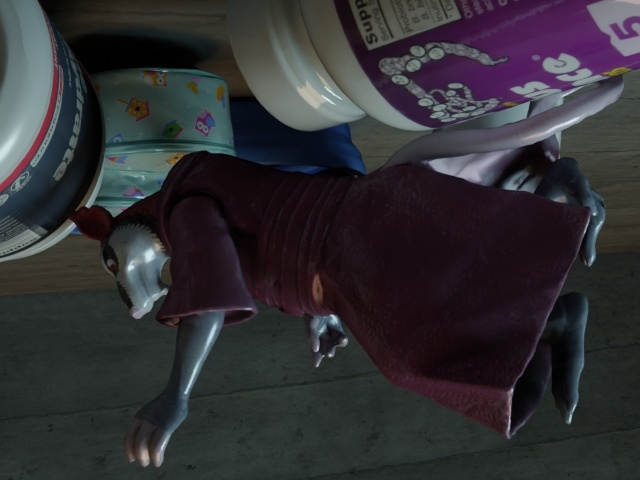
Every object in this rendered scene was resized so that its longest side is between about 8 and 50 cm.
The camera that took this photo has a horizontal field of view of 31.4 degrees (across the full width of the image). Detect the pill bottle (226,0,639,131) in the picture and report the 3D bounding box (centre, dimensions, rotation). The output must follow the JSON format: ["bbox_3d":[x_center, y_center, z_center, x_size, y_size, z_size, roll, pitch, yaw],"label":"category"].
[{"bbox_3d":[0.094,-0.159,0.661,0.301,0.169,0.169,-14,170,39],"label":"pill bottle"}]

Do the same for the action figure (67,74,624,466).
[{"bbox_3d":[0.000,0.000,0.771,0.370,0.276,0.248,11,-161,10],"label":"action figure"}]

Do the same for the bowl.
[{"bbox_3d":[-0.143,-0.078,1.336,0.391,0.077,0.391,-7,171,-1],"label":"bowl"}]

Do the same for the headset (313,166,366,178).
[{"bbox_3d":[0.007,0.026,1.273,0.394,0.185,0.243,5,171,-6],"label":"headset"}]

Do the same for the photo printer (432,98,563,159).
[{"bbox_3d":[0.148,-0.044,0.997,0.107,0.308,0.256,4,180,6],"label":"photo printer"}]

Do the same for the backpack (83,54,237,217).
[{"bbox_3d":[-0.168,-0.088,1.009,0.166,0.144,0.188,2,167,-45],"label":"backpack"}]

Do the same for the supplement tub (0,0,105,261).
[{"bbox_3d":[-0.255,-0.086,0.783,0.191,0.191,0.272,-7,172,-2],"label":"supplement tub"}]
